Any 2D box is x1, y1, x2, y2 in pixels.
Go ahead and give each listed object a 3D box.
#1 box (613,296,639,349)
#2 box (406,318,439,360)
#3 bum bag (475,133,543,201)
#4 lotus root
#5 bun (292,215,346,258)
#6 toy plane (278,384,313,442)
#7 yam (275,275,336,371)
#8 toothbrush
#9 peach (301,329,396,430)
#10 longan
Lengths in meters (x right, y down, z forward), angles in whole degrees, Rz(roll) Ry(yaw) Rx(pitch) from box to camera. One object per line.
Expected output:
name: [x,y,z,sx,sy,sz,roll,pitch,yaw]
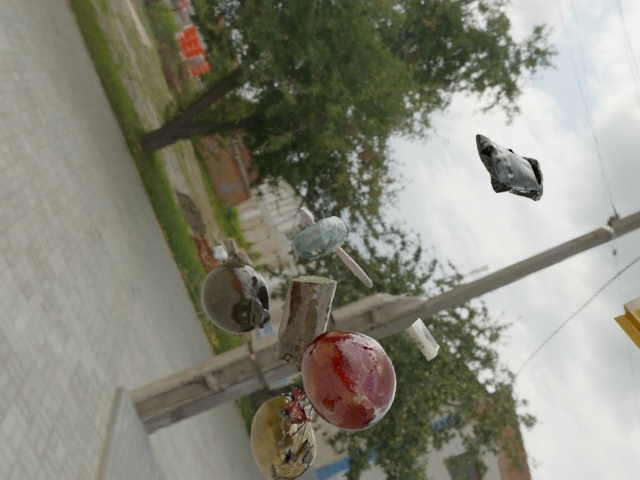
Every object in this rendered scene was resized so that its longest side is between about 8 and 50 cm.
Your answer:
box: [0.707,0.129,1.132,0.033,0.247,0.129,59,8,-35]
box: [0.307,0.291,1.761,0.109,0.029,0.198,55,11,10]
bum bag: [0.449,-0.158,1.400,0.326,0.079,0.142,9,60,-48]
lotus root: [-0.104,0.524,1.646,0.310,0.182,0.183,-102,175,-64]
bun: [0.000,0.000,1.447,0.083,0.140,0.141,63,-6,4]
toy plane: [-0.061,0.407,1.427,0.077,0.126,0.194,23,-16,16]
yam: [-0.039,0.207,1.534,0.128,0.129,0.238,-152,-109,-66]
toothbrush: [0.045,0.018,1.696,0.307,0.025,0.029,47,30,-1]
peach: [0.058,0.297,1.315,0.243,0.199,0.243,60,-2,4]
longan: [-0.197,0.143,1.442,0.204,0.159,0.185,36,-40,32]
